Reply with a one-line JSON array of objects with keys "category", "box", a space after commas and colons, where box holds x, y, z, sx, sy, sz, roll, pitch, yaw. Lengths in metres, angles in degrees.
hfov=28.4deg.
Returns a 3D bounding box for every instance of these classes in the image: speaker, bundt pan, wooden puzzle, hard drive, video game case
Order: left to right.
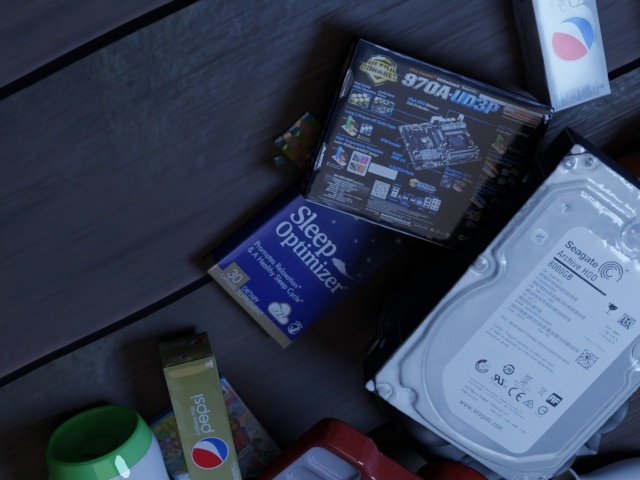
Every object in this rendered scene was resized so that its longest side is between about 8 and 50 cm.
[{"category": "speaker", "box": [-0.211, 0.335, 1.425, 0.131, 0.131, 0.296, -18, 116, -6]}, {"category": "video game case", "box": [-0.119, 0.246, 1.471, 0.119, 0.015, 0.166, -34, 117, 1]}, {"category": "wooden puzzle", "box": [-0.015, -0.106, 1.349, 0.083, 0.006, 0.049, -44, 116, 6]}, {"category": "bundt pan", "box": [0.226, 0.147, 1.459, 0.331, 0.124, 0.330, -5, 114, -12]}, {"category": "hard drive", "box": [0.236, 0.082, 1.308, 0.237, 0.064, 0.339, 35, 108, -15]}]

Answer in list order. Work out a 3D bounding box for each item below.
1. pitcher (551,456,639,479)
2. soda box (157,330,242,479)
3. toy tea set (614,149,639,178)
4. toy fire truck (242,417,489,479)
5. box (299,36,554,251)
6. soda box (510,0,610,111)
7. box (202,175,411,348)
[{"category": "pitcher", "box": [0.367, 0.344, 1.593, 0.207, 0.125, 0.177, 5, 149, -21]}, {"category": "soda box", "box": [-0.132, 0.196, 1.402, 0.058, 0.061, 0.181, -14, 115, -7]}, {"category": "toy tea set", "box": [0.407, 0.040, 1.400, 0.124, 0.200, 0.336, -10, 118, 40]}, {"category": "toy fire truck", "box": [0.035, 0.322, 1.434, 0.254, 0.169, 0.302, 35, 141, -8]}, {"category": "box", "box": [0.109, -0.093, 1.315, 0.220, 0.051, 0.175, 18, 99, -8]}, {"category": "soda box", "box": [0.241, -0.249, 1.316, 0.069, 0.074, 0.216, -19, 117, -6]}, {"category": "box", "box": [0.000, 0.000, 1.384, 0.225, 0.036, 0.136, -41, 116, 4]}]
